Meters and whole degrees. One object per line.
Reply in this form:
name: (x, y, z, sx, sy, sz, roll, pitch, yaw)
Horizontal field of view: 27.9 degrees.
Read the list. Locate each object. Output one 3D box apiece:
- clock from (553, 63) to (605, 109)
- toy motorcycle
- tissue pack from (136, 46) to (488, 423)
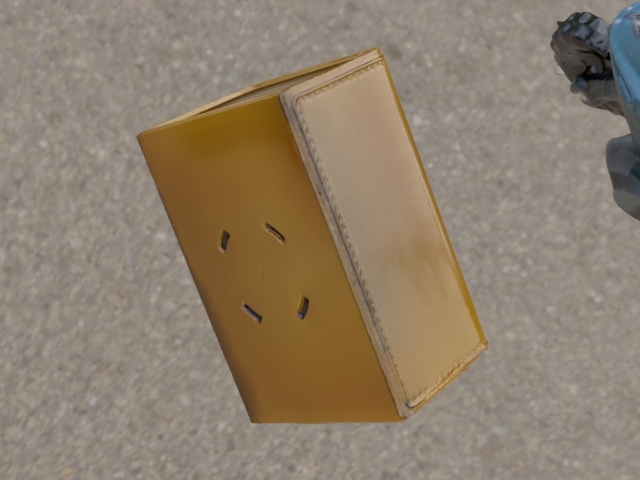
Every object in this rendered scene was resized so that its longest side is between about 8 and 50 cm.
clock: (0.407, -0.203, 1.642, 0.155, 0.229, 0.063, -23, 117, -56)
toy motorcycle: (0.388, -0.084, 1.203, 0.416, 0.232, 0.172, 43, 83, 5)
tissue pack: (0.000, 0.000, 1.074, 0.145, 0.194, 0.275, -31, 105, -39)
